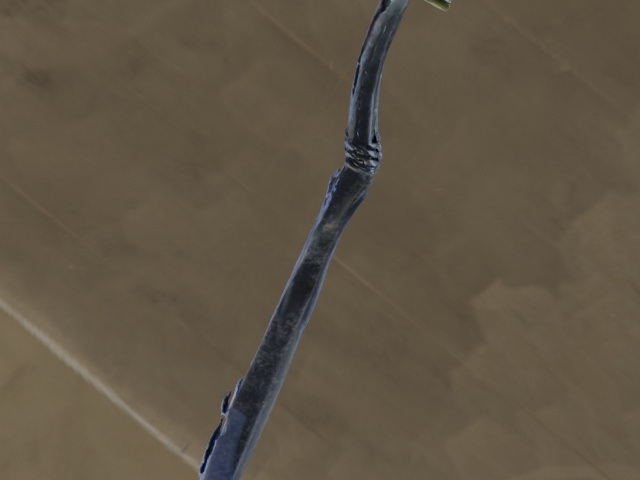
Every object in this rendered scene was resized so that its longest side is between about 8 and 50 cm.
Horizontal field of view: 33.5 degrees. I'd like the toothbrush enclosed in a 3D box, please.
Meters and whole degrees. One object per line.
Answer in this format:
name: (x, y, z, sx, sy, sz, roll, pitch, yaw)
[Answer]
toothbrush: (0.000, 0.000, 0.570, 0.042, 0.035, 0.413, 26, -71, 8)
